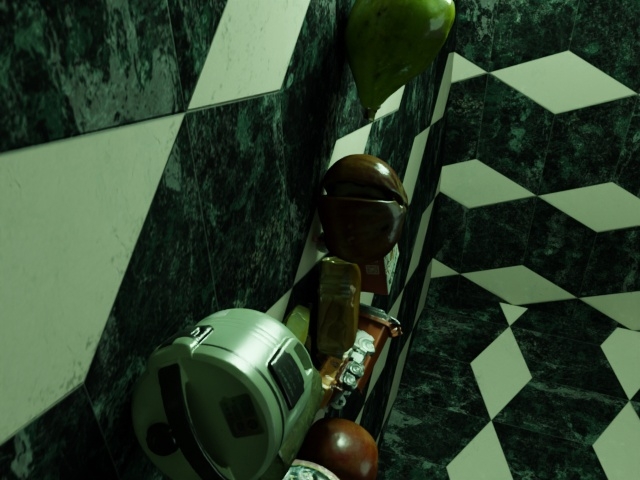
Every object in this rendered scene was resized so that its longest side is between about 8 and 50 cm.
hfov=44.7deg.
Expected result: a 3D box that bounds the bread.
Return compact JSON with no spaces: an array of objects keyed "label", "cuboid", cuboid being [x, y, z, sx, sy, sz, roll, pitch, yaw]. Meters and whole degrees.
[{"label":"bread","cuboid":[0.043,0.163,1.918,0.136,0.107,0.241,-80,173,-56]}]

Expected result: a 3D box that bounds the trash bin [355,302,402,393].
[{"label":"trash bin","cuboid":[0.115,0.311,2.235,0.161,0.185,0.238,65,44,-67]}]

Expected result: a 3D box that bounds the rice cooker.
[{"label":"rice cooker","cuboid":[-0.134,0.218,1.089,0.244,0.226,0.225,-39,139,-65]}]

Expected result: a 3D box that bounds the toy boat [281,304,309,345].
[{"label":"toy boat","cuboid":[-0.062,0.205,1.679,0.172,0.065,0.066,-66,-176,-38]}]

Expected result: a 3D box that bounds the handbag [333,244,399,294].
[{"label":"handbag","cuboid":[0.113,-0.010,2.046,0.298,0.151,0.171,77,23,-44]}]

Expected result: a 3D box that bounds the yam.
[{"label":"yam","cuboid":[-0.093,0.330,1.470,0.268,0.161,0.161,-56,154,-51]}]

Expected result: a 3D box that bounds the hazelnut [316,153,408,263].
[{"label":"hazelnut","cuboid":[0.101,-0.070,1.782,0.217,0.217,0.251,5,92,-76]}]

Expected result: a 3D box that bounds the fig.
[{"label":"fig","cuboid":[0.145,-0.424,1.693,0.314,0.233,0.233,-58,168,8]}]

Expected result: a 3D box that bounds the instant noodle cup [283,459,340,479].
[{"label":"instant noodle cup","cuboid":[-0.066,0.667,1.748,0.244,0.244,0.254,-53,158,-60]}]

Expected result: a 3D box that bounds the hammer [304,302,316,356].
[{"label":"hammer","cuboid":[-0.032,0.234,1.896,0.078,0.021,0.200,-60,157,-52]}]

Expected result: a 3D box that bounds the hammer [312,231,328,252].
[{"label":"hammer","cuboid":[0.000,0.000,1.830,0.083,0.031,0.052,19,79,-65]}]

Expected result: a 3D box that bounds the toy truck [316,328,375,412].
[{"label":"toy truck","cuboid":[0.041,0.327,2.011,0.114,0.135,0.270,-62,174,35]}]

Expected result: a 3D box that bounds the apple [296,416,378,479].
[{"label":"apple","cuboid":[0.045,0.588,2.095,0.230,0.230,0.229,12,90,-76]}]
